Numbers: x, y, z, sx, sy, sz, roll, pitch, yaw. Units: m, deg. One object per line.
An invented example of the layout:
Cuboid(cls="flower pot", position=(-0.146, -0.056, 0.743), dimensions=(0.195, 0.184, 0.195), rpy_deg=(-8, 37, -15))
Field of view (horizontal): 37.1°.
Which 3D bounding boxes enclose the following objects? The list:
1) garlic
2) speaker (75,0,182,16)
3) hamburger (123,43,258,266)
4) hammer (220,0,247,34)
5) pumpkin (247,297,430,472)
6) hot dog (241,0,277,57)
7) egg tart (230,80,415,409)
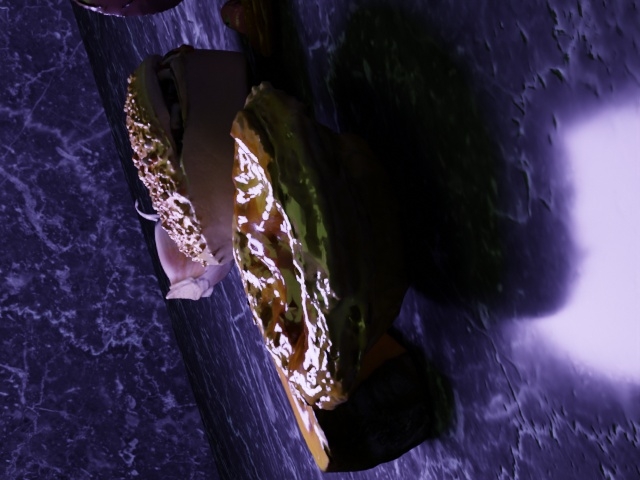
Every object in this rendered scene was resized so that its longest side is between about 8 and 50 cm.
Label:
Cuboid(cls="garlic", position=(-0.247, -0.012, 1.825), dimensions=(0.266, 0.148, 0.128), rpy_deg=(54, 127, 44))
Cuboid(cls="speaker", position=(-0.258, -0.459, 1.292), dimensions=(0.329, 0.198, 0.259), rpy_deg=(105, 156, -50))
Cuboid(cls="hamburger", position=(-0.153, -0.112, 1.253), dimensions=(0.302, 0.170, 0.302), rpy_deg=(-11, -90, -89))
Cuboid(cls="hammer", position=(-0.102, -0.284, 1.211), dimensions=(0.083, 0.043, 0.043), rpy_deg=(-136, 30, -60))
Cuboid(cls="pumpkin", position=(0.017, 0.141, 1.152), dimensions=(0.281, 0.139, 0.190), rpy_deg=(65, 167, 9))
Cuboid(cls="hot dog", position=(-0.071, -0.272, 1.145), dimensions=(0.049, 0.037, 0.122), rpy_deg=(44, 157, 35))
Cuboid(cls="egg tart", position=(0.000, 0.000, 0.997), dimensions=(0.352, 0.150, 0.352), rpy_deg=(168, 90, -75))
